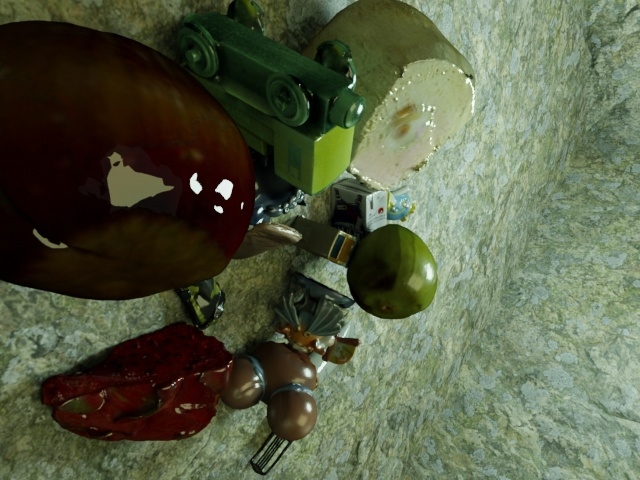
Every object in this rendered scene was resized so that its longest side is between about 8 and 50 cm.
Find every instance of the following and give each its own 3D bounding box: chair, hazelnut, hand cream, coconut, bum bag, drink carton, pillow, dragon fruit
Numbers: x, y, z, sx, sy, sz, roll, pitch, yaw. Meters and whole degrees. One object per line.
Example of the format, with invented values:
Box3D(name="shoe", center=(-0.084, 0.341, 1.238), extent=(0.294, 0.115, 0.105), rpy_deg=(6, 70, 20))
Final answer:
Box3D(name="chair", center=(-0.137, 0.594, 1.459), extent=(0.212, 0.084, 0.101), rpy_deg=(-42, 138, -29))
Box3D(name="hazelnut", center=(-0.312, -0.093, 0.711), extent=(0.429, 0.402, 0.402), rpy_deg=(1, 106, -48))
Box3D(name="hand cream", center=(0.018, 0.382, 1.551), extent=(0.314, 0.089, 0.139), rpy_deg=(-37, 135, -44))
Box3D(name="coconut", center=(0.120, -0.357, 1.117), extent=(0.405, 0.405, 0.404), rpy_deg=(-25, 125, -42))
Box3D(name="bum bag", center=(-0.274, 0.104, 1.075), extent=(0.106, 0.060, 0.232), rpy_deg=(-47, 138, -33))
Box3D(name="drink carton", center=(0.111, -0.058, 1.402), extent=(0.102, 0.134, 0.222), rpy_deg=(-25, 125, -39))
Box3D(name="pillow", center=(-0.152, 0.005, 1.080), extent=(0.135, 0.211, 0.034), rpy_deg=(26, 54, -51))
Box3D(name="dragon fruit", center=(-0.354, 0.350, 0.965), extent=(0.329, 0.228, 0.286), rpy_deg=(-7, 114, -51))

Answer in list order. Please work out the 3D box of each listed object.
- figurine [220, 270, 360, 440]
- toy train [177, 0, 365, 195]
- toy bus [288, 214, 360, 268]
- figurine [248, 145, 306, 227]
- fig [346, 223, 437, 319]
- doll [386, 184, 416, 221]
Box3D(name="figurine", center=(-0.065, 0.294, 1.281), extent=(0.388, 0.277, 0.248), rpy_deg=(-62, 166, -4))
Box3D(name="toy train", center=(-0.099, -0.262, 0.881), extent=(0.160, 0.397, 0.253), rpy_deg=(-44, 156, -31))
Box3D(name="toy bus", center=(0.000, 0.000, 1.265), extent=(0.103, 0.182, 0.091), rpy_deg=(24, 88, -44))
Box3D(name="figurine", center=(-0.118, -0.131, 1.076), extent=(0.175, 0.197, 0.265), rpy_deg=(101, 13, -83))
Box3D(name="fig", center=(0.193, 0.069, 1.269), extent=(0.239, 0.240, 0.271), rpy_deg=(59, 36, -46))
Box3D(name="doll", center=(0.212, -0.120, 1.527), extent=(0.241, 0.135, 0.098), rpy_deg=(9, 72, -53))
